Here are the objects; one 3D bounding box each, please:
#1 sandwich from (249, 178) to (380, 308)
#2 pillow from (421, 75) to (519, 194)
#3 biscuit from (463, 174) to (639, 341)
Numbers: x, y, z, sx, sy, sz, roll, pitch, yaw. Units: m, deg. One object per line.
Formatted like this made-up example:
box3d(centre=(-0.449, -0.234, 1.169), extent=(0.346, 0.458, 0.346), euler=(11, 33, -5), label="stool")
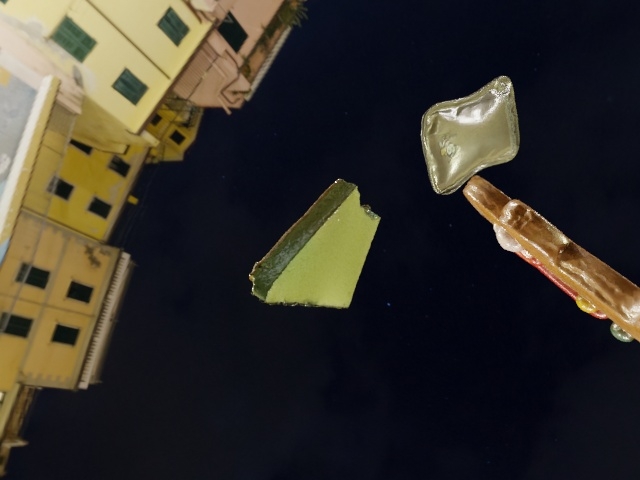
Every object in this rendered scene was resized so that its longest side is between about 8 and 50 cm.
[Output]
box3d(centre=(0.000, 0.000, 0.801), extent=(0.063, 0.245, 0.212), euler=(21, -87, 32), label="sandwich")
box3d(centre=(0.223, -0.156, 0.714), extent=(0.217, 0.130, 0.033), euler=(-26, -158, -31), label="pillow")
box3d(centre=(0.256, 0.028, 0.506), extent=(0.049, 0.205, 0.324), euler=(-51, -136, 16), label="biscuit")
